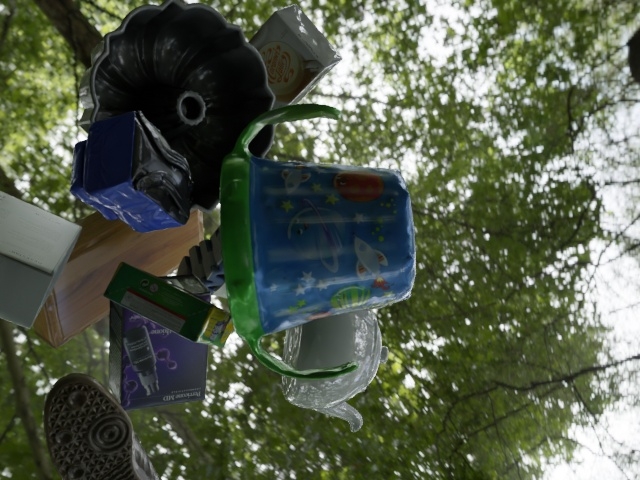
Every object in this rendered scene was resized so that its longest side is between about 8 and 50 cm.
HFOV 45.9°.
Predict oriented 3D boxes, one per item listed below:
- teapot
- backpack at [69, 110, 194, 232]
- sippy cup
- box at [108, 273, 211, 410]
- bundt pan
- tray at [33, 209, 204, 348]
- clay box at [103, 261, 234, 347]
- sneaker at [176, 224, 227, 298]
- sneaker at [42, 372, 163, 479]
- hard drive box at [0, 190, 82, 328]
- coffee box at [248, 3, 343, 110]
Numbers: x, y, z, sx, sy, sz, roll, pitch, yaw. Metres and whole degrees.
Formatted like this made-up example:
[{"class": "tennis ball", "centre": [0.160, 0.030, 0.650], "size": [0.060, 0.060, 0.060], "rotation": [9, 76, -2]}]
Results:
[{"class": "teapot", "centre": [0.037, 0.196, 1.415], "size": [0.187, 0.256, 0.252], "rotation": [8, -122, -9]}, {"class": "backpack", "centre": [-0.194, -0.065, 0.792], "size": [0.101, 0.120, 0.098], "rotation": [-8, -115, 22]}, {"class": "sippy cup", "centre": [0.000, 0.000, 0.950], "size": [0.224, 0.305, 0.240], "rotation": [-4, -148, 0]}, {"class": "box", "centre": [-0.280, 0.174, 1.309], "size": [0.153, 0.207, 0.108], "rotation": [-4, -162, -27]}, {"class": "bundt pan", "centre": [-0.236, -0.206, 1.205], "size": [0.124, 0.331, 0.331], "rotation": [4, -121, 50]}, {"class": "tray", "centre": [-0.408, 0.026, 1.553], "size": [0.076, 0.203, 0.411], "rotation": [27, -137, 28]}, {"class": "clay box", "centre": [-0.184, 0.090, 0.986], "size": [0.127, 0.222, 0.053], "rotation": [25, -99, 7]}, {"class": "sneaker", "centre": [-0.124, 0.026, 1.517], "size": [0.315, 0.182, 0.127], "rotation": [-35, -128, 29]}, {"class": "sneaker", "centre": [-0.182, 0.181, 0.637], "size": [0.066, 0.188, 0.071], "rotation": [-27, -152, -18]}, {"class": "hard drive box", "centre": [-0.465, 0.013, 1.098], "size": [0.089, 0.181, 0.232], "rotation": [-62, -166, 12]}, {"class": "coffee box", "centre": [-0.097, -0.318, 1.473], "size": [0.246, 0.141, 0.098], "rotation": [-38, -176, 35]}]
